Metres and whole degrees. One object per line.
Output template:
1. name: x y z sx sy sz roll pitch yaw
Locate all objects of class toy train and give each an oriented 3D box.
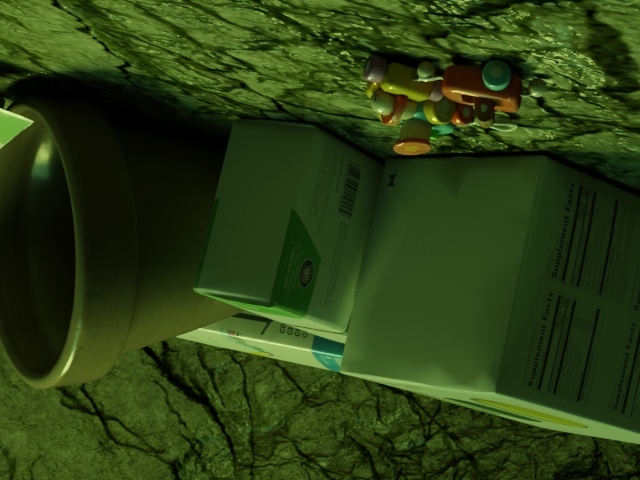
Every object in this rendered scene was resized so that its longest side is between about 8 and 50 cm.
1. toy train: 0.091 -0.088 1.158 0.125 0.046 0.166 12 171 7

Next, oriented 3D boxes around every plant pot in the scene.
1. plant pot: -0.164 -0.001 1.526 0.229 0.263 0.263 -2 180 -30

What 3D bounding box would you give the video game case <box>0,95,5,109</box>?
1. video game case: -0.410 -0.158 1.495 0.183 0.023 0.201 9 171 19

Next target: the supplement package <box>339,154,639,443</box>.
1. supplement package: 0.193 0.056 1.444 0.263 0.198 0.199 19 170 -37

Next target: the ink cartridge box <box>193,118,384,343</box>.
1. ink cartridge box: 0.000 0.000 1.480 0.092 0.160 0.219 8 170 33

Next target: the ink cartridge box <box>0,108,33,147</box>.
1. ink cartridge box: -0.379 -0.111 1.486 0.171 0.056 0.235 20 148 -30

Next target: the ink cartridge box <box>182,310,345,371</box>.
1. ink cartridge box: -0.046 0.032 1.726 0.233 0.171 0.168 10 171 9
